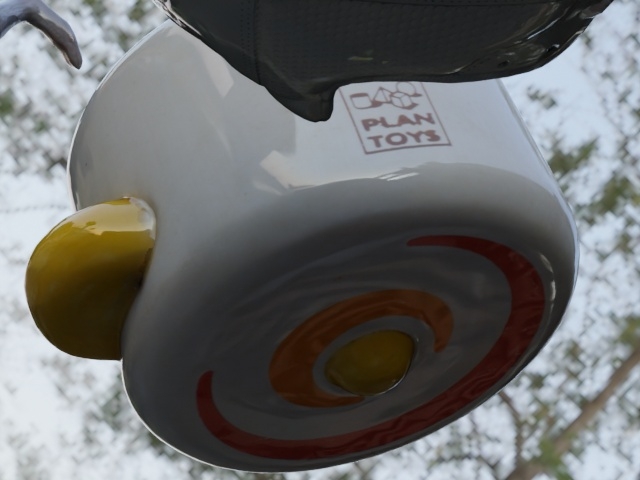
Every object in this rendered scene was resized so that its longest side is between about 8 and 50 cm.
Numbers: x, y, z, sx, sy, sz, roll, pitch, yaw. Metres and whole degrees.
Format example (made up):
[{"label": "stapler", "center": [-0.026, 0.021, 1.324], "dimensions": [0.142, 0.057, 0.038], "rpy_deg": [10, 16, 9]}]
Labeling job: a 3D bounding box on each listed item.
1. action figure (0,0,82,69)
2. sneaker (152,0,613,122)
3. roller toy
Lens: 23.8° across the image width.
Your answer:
[{"label": "action figure", "center": [-0.318, -0.131, 0.946], "dimensions": [0.178, 0.330, 0.341], "rpy_deg": [66, -22, 15]}, {"label": "sneaker", "center": [0.062, -0.105, 0.389], "dimensions": [0.262, 0.099, 0.121], "rpy_deg": [-14, -41, 37]}, {"label": "roller toy", "center": [0.000, 0.000, 0.624], "dimensions": [0.209, 0.191, 0.146], "rpy_deg": [38, 23, -50]}]
